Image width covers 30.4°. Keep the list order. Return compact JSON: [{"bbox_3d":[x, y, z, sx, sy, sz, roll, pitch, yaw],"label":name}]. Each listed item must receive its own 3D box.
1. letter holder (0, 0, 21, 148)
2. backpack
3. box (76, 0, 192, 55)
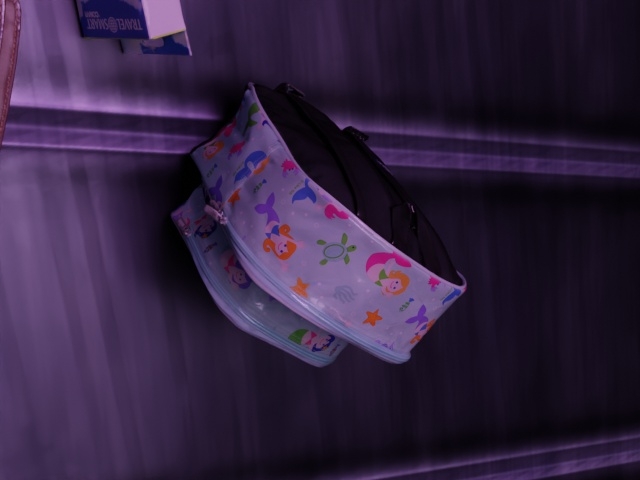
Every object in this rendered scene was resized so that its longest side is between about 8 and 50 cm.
[{"bbox_3d":[-0.311,-0.065,0.862,0.214,0.152,0.302,14,90,-40],"label":"letter holder"},{"bbox_3d":[0.000,0.000,1.049,0.225,0.253,0.191,32,99,-38],"label":"backpack"},{"bbox_3d":[-0.166,-0.235,0.962,0.042,0.109,0.178,-24,113,-36],"label":"box"}]
